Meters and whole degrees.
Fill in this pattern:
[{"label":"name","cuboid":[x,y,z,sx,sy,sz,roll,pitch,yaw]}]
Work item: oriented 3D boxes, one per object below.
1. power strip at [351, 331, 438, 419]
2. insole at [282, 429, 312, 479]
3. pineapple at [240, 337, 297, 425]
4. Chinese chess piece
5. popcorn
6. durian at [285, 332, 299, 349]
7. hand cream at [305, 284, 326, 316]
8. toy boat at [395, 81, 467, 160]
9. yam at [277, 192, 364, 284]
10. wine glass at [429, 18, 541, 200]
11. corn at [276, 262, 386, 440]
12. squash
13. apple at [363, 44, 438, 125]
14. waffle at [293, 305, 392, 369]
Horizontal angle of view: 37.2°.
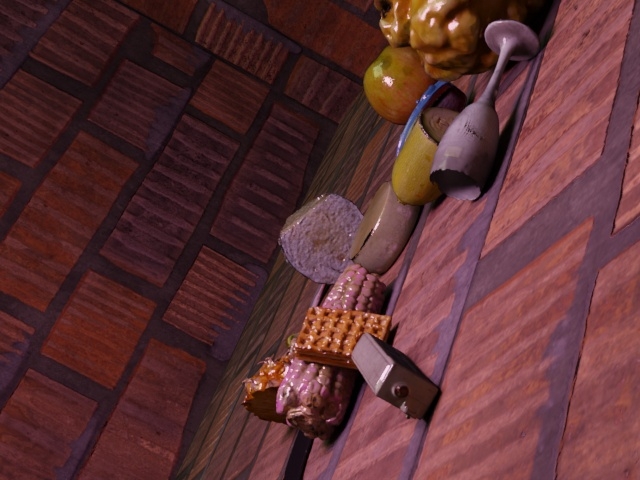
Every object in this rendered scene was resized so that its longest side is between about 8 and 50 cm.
[{"label":"power strip","cuboid":[0.097,0.180,1.307,0.052,0.078,0.272,-59,7,1]},{"label":"insole","cuboid":[-0.045,0.419,1.679,0.119,0.009,0.348,-60,7,24]},{"label":"pineapple","cuboid":[-0.084,0.258,1.867,0.250,0.139,0.164,131,144,-64]},{"label":"Chinese chess piece","cuboid":[0.128,-0.025,1.882,0.188,0.083,0.188,-62,9,17]},{"label":"popcorn","cuboid":[0.285,-0.443,1.739,0.325,0.290,0.321,-22,17,-31]},{"label":"durian","cuboid":[-0.016,0.229,2.031,0.100,0.086,0.215,-28,12,-1]},{"label":"hand cream","cuboid":[0.010,0.110,2.388,0.052,0.038,0.216,-17,-46,-65]},{"label":"toy boat","cuboid":[0.213,-0.220,1.919,0.223,0.100,0.097,-60,16,-3]},{"label":"yam","cuboid":[0.005,0.002,2.172,0.202,0.201,0.271,-38,13,-5]},{"label":"wine glass","cuboid":[0.220,-0.259,1.487,0.096,0.264,0.309,2,57,41]},{"label":"corn","cuboid":[0.023,0.187,1.654,0.126,0.126,0.335,-53,9,49]},{"label":"squash","cuboid":[0.193,-0.134,1.701,0.123,0.123,0.187,-71,7,-52]},{"label":"apple","cuboid":[0.200,-0.394,2.381,0.196,0.196,0.196,-60,7,13]},{"label":"waffle","cuboid":[0.037,0.160,1.560,0.102,0.148,0.042,-67,-24,-43]}]
